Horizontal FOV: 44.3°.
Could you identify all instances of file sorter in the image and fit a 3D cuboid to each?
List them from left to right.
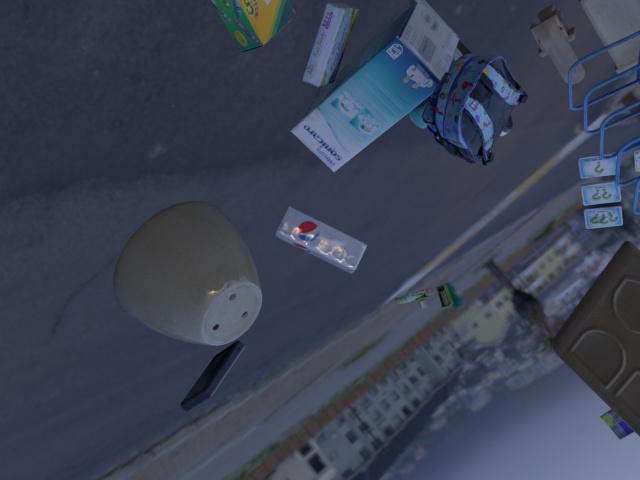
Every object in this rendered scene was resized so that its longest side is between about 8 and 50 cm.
[{"bbox_3d":[0.364,-0.133,0.888,0.105,0.170,0.118,-24,154,7],"label":"file sorter"}]

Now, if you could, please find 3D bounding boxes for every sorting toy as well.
[{"bbox_3d":[0.453,0.111,1.020,0.041,0.229,0.307,-10,138,-36],"label":"sorting toy"}]

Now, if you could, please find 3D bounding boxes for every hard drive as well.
[{"bbox_3d":[-0.203,0.254,1.480,0.094,0.022,0.135,-36,-167,43],"label":"hard drive"}]

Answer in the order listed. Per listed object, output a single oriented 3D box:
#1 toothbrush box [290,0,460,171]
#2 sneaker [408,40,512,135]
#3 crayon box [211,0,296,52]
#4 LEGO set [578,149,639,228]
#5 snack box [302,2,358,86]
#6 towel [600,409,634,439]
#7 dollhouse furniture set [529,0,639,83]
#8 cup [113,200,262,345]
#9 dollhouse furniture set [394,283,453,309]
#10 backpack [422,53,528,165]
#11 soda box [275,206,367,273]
[{"bbox_3d":[0.106,-0.299,1.508,0.296,0.126,0.216,-37,-162,38],"label":"toothbrush box"},{"bbox_3d":[0.284,-0.293,1.702,0.124,0.295,0.178,24,125,-40],"label":"sneaker"},{"bbox_3d":[-0.185,-0.608,1.852,0.081,0.278,0.165,-4,-143,41],"label":"crayon box"},{"bbox_3d":[0.665,-0.098,1.616,0.245,0.182,0.060,-5,-148,20],"label":"LEGO set"},{"bbox_3d":[0.018,-0.350,1.401,0.100,0.037,0.141,-40,152,-66],"label":"snack box"},{"bbox_3d":[0.580,0.338,1.491,0.083,0.060,0.009,-44,170,38],"label":"towel"},{"bbox_3d":[0.629,-0.502,1.683,0.303,0.173,0.355,-27,-162,30],"label":"dollhouse furniture set"},{"bbox_3d":[-0.271,0.109,1.816,0.331,0.237,0.331,-30,140,-29],"label":"cup"},{"bbox_3d":[0.278,0.163,2.111,0.152,0.058,0.076,-11,170,-31],"label":"dollhouse furniture set"},{"bbox_3d":[0.238,-0.222,1.256,0.158,0.117,0.173,-60,151,0],"label":"backpack"},{"bbox_3d":[0.000,0.000,1.927,0.073,0.216,0.069,-64,179,-12],"label":"soda box"}]
